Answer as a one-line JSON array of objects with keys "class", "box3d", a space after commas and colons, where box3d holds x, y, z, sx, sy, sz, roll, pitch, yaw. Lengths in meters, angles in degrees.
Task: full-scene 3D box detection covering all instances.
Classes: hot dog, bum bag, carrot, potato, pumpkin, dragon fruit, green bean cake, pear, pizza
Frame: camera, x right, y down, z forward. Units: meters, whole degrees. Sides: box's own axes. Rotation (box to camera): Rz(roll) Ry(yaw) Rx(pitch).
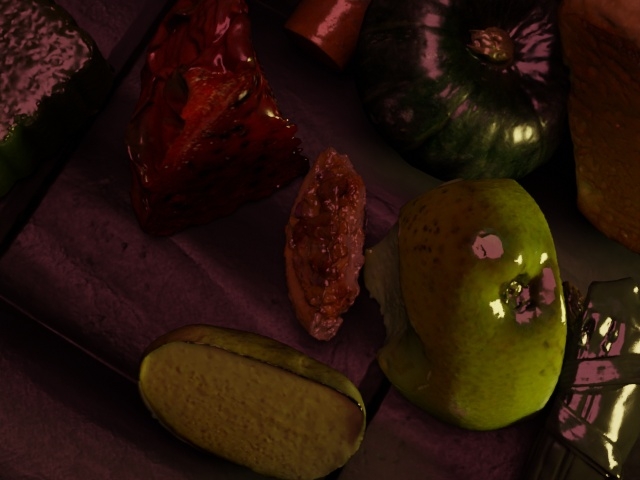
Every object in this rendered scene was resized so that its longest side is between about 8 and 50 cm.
[{"class": "hot dog", "box3d": [0.410, -0.166, 1.433, 0.223, 0.405, 0.185, -37, 49, -17]}, {"class": "bum bag", "box3d": [0.327, 0.204, 1.457, 0.142, 0.079, 0.326, 18, 93, -11]}, {"class": "carrot", "box3d": [0.084, -0.354, 1.618, 0.138, 0.139, 0.302, 33, 83, 9]}, {"class": "potato", "box3d": [-0.075, 0.172, 1.477, 0.271, 0.160, 0.111, 18, 33, 3]}, {"class": "pumpkin", "box3d": [0.190, -0.217, 1.517, 0.300, 0.207, 0.300, 3, 81, -16]}, {"class": "dragon fruit", "box3d": [-0.171, -0.195, 1.479, 0.228, 0.329, 0.286, -21, 76, 1]}, {"class": "green bean cake", "box3d": [-0.419, -0.213, 1.564, 0.250, 0.156, 0.247, 43, 80, 11]}, {"class": "pear", "box3d": [0.160, 0.064, 1.422, 0.176, 0.282, 0.286, -9, 74, -11]}, {"class": "pizza", "box3d": [-0.001, -0.001, 1.529, 0.127, 0.058, 0.246, -1, 73, 44]}]

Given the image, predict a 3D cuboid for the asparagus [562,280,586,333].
[{"class": "asparagus", "box3d": [0.330, 0.123, 1.532, 0.036, 0.030, 0.165, -26, 76, 18]}]
